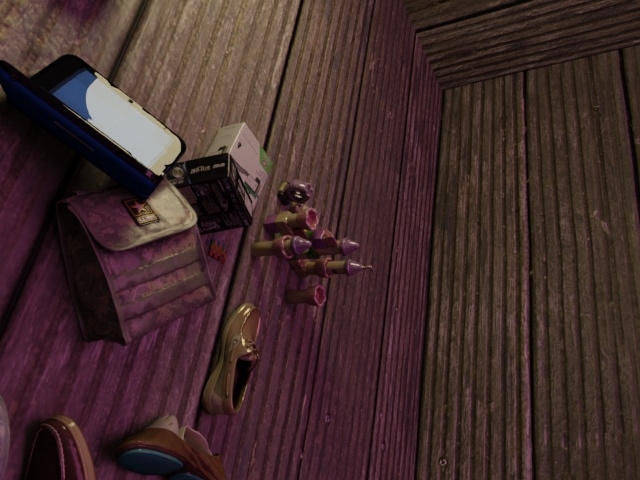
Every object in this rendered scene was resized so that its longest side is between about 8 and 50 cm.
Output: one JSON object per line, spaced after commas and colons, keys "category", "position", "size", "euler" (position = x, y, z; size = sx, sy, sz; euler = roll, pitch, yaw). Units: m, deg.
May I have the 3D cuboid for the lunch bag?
{"category": "lunch bag", "position": [-0.360, 0.024, 1.041], "size": [0.235, 0.168, 0.287], "euler": [-25, 106, -52]}

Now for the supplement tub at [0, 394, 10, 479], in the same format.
{"category": "supplement tub", "position": [-0.568, 0.258, 0.599], "size": [0.338, 0.207, 0.207], "euler": [18, 69, -59]}

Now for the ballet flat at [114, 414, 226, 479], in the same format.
{"category": "ballet flat", "position": [-0.309, 0.453, 1.139], "size": [0.342, 0.116, 0.124], "euler": [52, 22, -44]}

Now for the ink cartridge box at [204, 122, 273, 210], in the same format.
{"category": "ink cartridge box", "position": [-0.228, -0.172, 1.392], "size": [0.160, 0.092, 0.220], "euler": [54, 41, -41]}

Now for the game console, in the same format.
{"category": "game console", "position": [-0.383, -0.229, 0.953], "size": [0.293, 0.250, 0.173], "euler": [38, 73, -16]}

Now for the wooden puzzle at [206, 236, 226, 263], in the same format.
{"category": "wooden puzzle", "position": [-0.268, 0.024, 1.374], "size": [0.083, 0.006, 0.050], "euler": [38, 53, -52]}

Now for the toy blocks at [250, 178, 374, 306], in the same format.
{"category": "toy blocks", "position": [0.000, 0.000, 1.596], "size": [0.289, 0.259, 0.309], "euler": [59, 38, -37]}

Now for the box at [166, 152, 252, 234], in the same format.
{"category": "box", "position": [-0.252, -0.103, 1.228], "size": [0.180, 0.147, 0.078], "euler": [70, 11, -53]}

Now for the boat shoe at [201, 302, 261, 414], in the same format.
{"category": "boat shoe", "position": [-0.200, 0.298, 1.351], "size": [0.109, 0.098, 0.303], "euler": [56, 40, -40]}

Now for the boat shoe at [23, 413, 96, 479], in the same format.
{"category": "boat shoe", "position": [-0.455, 0.465, 0.857], "size": [0.123, 0.123, 0.343], "euler": [9, 84, -61]}
